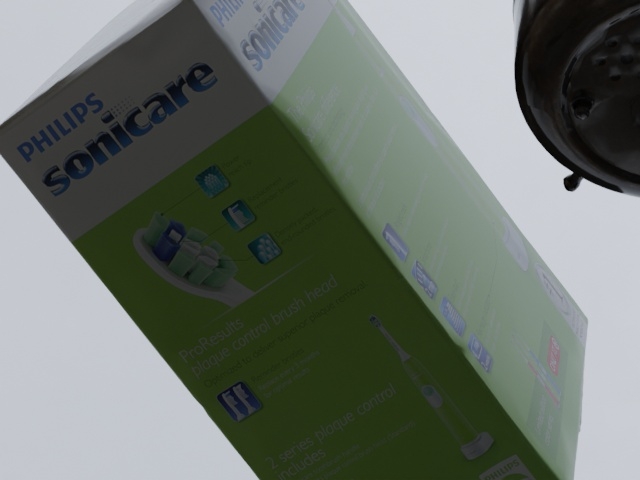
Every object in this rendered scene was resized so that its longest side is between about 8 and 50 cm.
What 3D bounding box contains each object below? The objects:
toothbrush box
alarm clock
[{"bbox_3d":[0.000,0.000,0.922,0.122,0.206,0.283,-32,-77,19],"label":"toothbrush box"},{"bbox_3d":[0.133,-0.085,0.709,0.129,0.192,0.064,-6,-137,12],"label":"alarm clock"}]
